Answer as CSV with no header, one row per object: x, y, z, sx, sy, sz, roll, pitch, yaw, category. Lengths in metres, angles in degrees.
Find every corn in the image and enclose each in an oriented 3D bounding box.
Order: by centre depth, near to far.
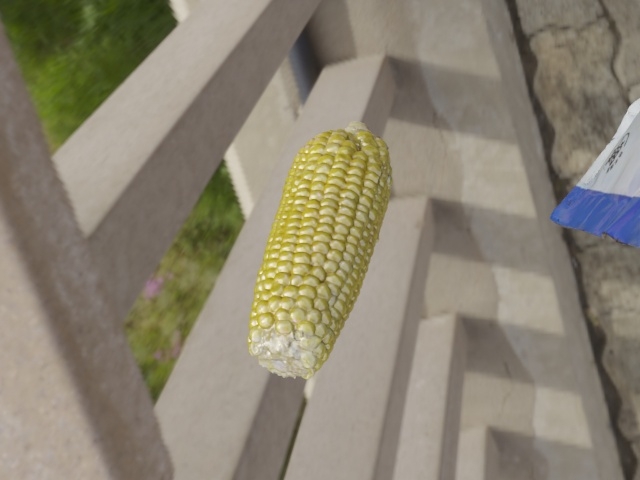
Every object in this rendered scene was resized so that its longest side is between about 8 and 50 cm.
0.000,0.000,1.578,0.130,0.347,0.130,13,145,9,corn

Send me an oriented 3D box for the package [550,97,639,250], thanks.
0.187,-0.067,0.660,0.027,0.171,0.173,42,90,-9,package
